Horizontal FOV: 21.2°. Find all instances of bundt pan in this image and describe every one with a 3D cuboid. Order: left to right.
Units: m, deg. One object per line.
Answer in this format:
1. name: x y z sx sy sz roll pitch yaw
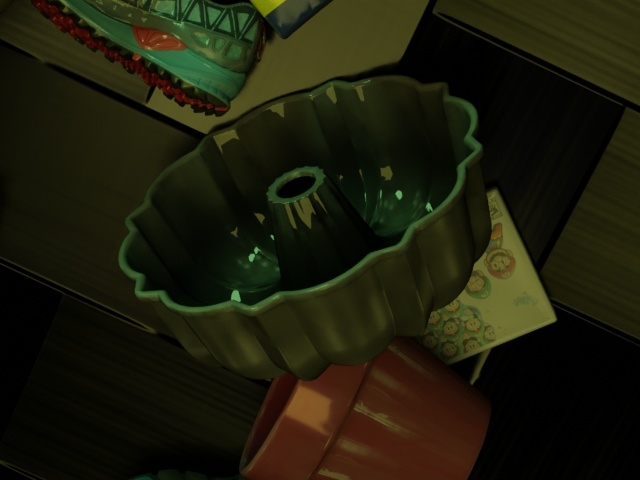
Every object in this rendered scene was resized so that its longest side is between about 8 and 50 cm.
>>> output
1. bundt pan: 0.000 0.000 1.467 0.330 0.331 0.124 -18 121 11

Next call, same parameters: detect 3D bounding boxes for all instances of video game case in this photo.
1. video game case: 0.123 0.042 1.613 0.157 0.019 0.143 -23 104 12

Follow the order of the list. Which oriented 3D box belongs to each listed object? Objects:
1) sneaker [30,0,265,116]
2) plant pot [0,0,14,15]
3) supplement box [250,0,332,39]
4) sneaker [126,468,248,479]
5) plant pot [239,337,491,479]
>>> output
1. sneaker: -0.165 -0.222 1.533 0.262 0.104 0.125 34 79 2
2. plant pot: -0.308 -0.290 1.397 0.274 0.256 0.256 -40 102 -21
3. supplement box: -0.057 -0.376 1.406 0.194 0.195 0.356 -36 102 14
4. sneaker: -0.038 0.283 1.672 0.340 0.125 0.140 -5 134 4
5. plant pot: 0.048 0.162 1.564 0.180 0.201 0.201 26 108 -5
